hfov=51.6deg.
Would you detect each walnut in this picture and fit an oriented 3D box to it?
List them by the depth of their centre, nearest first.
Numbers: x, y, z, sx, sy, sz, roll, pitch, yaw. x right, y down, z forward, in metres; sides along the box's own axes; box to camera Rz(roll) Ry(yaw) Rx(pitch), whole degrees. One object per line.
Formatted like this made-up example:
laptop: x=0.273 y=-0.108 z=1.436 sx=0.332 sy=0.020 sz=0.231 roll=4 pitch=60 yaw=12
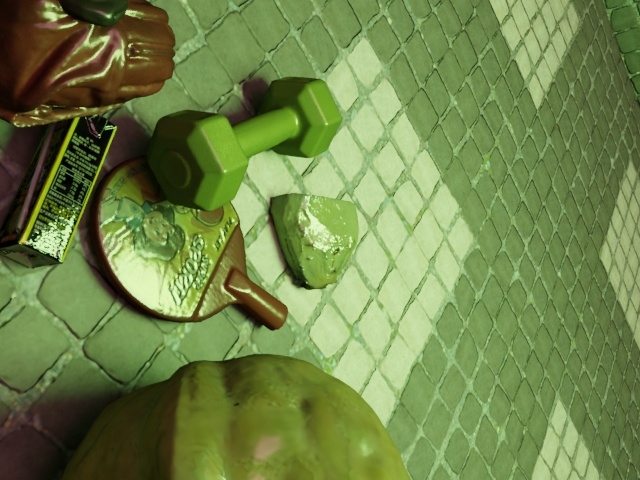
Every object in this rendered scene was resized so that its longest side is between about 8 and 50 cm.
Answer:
walnut: x=-0.079 y=0.287 z=0.643 sx=0.381 sy=0.381 sz=0.380 roll=9 pitch=78 yaw=-47

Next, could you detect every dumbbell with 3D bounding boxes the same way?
dumbbell: x=-0.087 y=-0.135 z=0.858 sx=0.302 sy=0.122 sz=0.108 roll=-35 pitch=130 yaw=-50

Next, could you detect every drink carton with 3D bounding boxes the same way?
drink carton: x=-0.277 y=-0.058 z=0.691 sx=0.056 sy=0.071 sz=0.165 roll=35 pitch=58 yaw=-42

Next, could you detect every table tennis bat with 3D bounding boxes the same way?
table tennis bat: x=-0.156 y=0.021 z=0.841 sx=0.310 sy=0.038 sz=0.200 roll=42 pitch=54 yaw=-32

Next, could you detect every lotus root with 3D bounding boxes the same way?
lotus root: x=0.004 y=0.000 z=0.989 sx=0.143 sy=0.070 sz=0.144 roll=-5 pitch=89 yaw=-47

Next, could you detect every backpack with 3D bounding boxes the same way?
backpack: x=-0.249 y=-0.199 z=0.650 sx=0.229 sy=0.229 sz=0.138 roll=-16 pitch=125 yaw=-48
